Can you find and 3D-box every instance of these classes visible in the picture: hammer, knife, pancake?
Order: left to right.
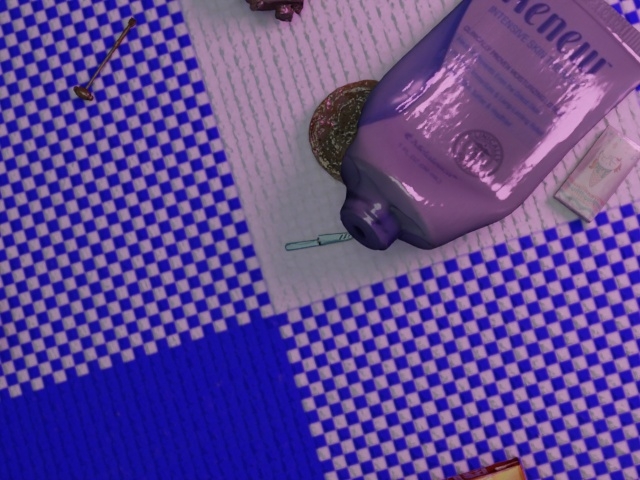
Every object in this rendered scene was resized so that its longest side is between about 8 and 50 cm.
[{"bbox_3d":[-0.273,-0.233,1.325,0.029,0.014,0.123,34,91,-1],"label":"hammer"},{"bbox_3d":[0.000,0.000,1.281,0.091,0.005,0.014,-9,88,7],"label":"knife"},{"bbox_3d":[0.055,-0.130,1.271,0.139,0.022,0.140,0,88,3],"label":"pancake"}]

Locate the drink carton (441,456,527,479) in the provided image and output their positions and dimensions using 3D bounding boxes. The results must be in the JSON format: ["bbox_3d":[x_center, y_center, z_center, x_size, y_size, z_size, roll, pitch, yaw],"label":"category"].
[{"bbox_3d":[0.143,0.334,1.215,0.222,0.071,0.096,-19,84,6],"label":"drink carton"}]

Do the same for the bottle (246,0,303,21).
[{"bbox_3d":[-0.064,-0.344,1.263,0.099,0.099,0.152,-3,91,7],"label":"bottle"}]

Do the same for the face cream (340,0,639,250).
[{"bbox_3d":[0.187,-0.151,1.214,0.235,0.137,0.420,43,78,9],"label":"face cream"}]

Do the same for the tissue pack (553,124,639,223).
[{"bbox_3d":[0.331,-0.079,1.232,0.056,0.023,0.108,37,92,8],"label":"tissue pack"}]
